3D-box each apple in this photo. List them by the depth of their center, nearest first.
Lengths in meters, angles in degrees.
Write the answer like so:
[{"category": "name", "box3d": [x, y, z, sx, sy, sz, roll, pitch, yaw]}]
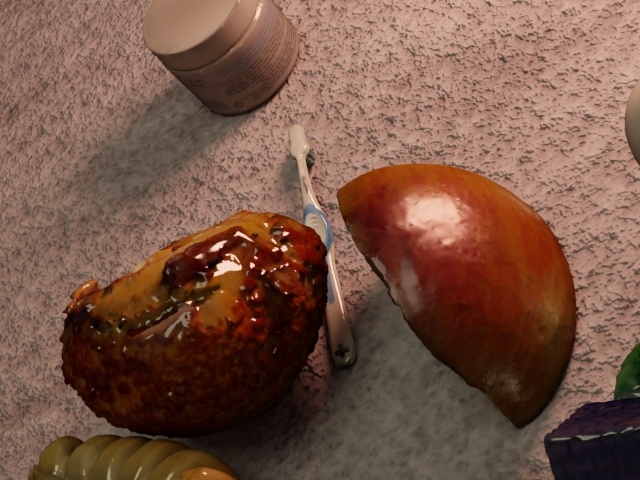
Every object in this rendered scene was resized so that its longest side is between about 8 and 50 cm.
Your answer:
[{"category": "apple", "box3d": [0.152, 0.033, 1.625, 0.254, 0.179, 0.346, -10, 44, -19]}]

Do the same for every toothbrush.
[{"category": "toothbrush", "box3d": [-0.002, -0.002, 1.837, 0.040, 0.040, 0.386, -26, 48, 18]}]

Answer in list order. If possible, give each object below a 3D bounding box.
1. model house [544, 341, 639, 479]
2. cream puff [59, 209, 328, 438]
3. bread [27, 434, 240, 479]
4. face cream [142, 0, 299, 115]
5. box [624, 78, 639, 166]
[{"category": "model house", "box3d": [0.339, 0.152, 1.316, 0.245, 0.280, 0.312, -10, 53, 30]}, {"category": "cream puff", "box3d": [-0.135, 0.108, 1.701, 0.350, 0.229, 0.350, -27, 5, 2]}, {"category": "bread", "box3d": [-0.204, 0.303, 1.680, 0.311, 0.173, 0.121, 4, 29, 37]}, {"category": "face cream", "box3d": [-0.138, -0.286, 2.056, 0.177, 0.153, 0.177, -19, 48, 23]}, {"category": "box", "box3d": [0.458, -0.062, 1.337, 0.288, 0.349, 0.141, 12, 79, 40]}]
